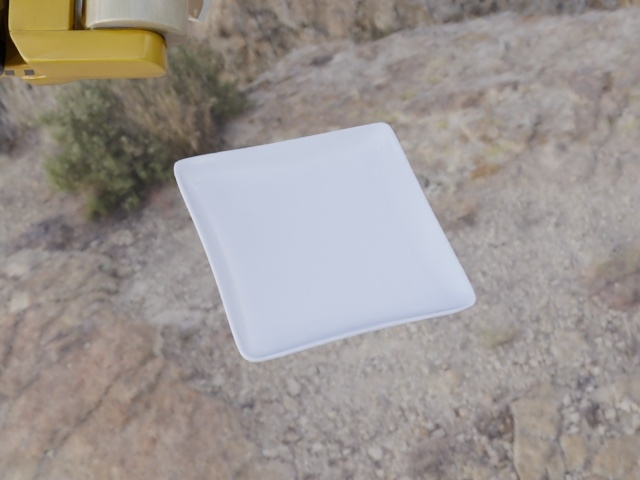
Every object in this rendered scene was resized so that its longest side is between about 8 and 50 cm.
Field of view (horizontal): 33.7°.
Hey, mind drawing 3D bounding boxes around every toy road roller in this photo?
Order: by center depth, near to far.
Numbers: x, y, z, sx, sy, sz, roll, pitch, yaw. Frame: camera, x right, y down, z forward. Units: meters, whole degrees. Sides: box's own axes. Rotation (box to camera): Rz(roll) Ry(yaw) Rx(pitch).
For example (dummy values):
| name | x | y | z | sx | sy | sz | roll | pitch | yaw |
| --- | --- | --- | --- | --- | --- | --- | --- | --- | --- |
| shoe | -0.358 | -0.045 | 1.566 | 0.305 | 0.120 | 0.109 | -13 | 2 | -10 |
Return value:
| name | x | y | z | sx | sy | sz | roll | pitch | yaw |
| --- | --- | --- | --- | --- | --- | --- | --- | --- | --- |
| toy road roller | -0.302 | -0.283 | 1.259 | 0.329 | 0.203 | 0.240 | 0 | -6 | 8 |

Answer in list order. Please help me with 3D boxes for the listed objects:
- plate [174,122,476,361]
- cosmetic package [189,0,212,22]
| name | x | y | z | sx | sy | sz | roll | pitch | yaw |
| --- | --- | --- | --- | --- | --- | --- | --- | --- | --- |
| plate | 0.000 | 0.000 | 1.205 | 0.277 | 0.045 | 0.278 | -12 | 58 | -19 |
| cosmetic package | -0.222 | -0.367 | 1.567 | 0.060 | 0.115 | 0.041 | 20 | 89 | 38 |
